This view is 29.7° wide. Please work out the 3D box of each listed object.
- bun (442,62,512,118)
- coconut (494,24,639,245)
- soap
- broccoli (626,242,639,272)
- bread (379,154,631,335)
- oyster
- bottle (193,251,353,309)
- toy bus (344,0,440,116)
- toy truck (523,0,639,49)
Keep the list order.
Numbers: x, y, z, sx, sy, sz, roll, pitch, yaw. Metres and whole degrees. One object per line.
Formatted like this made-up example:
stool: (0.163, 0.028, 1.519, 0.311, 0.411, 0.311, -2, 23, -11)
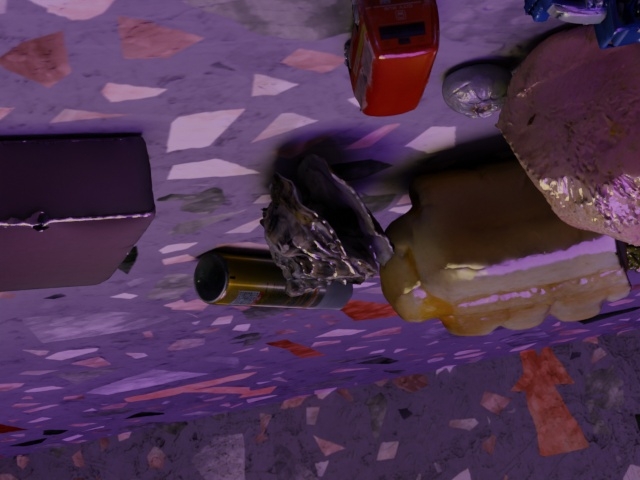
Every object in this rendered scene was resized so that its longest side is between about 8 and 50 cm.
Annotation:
bun: (0.172, -0.161, 1.312, 0.083, 0.045, 0.083, -10, 160, -4)
coconut: (0.329, -0.103, 1.298, 0.233, 0.233, 0.245, -19, 159, 30)
soap: (-0.360, -0.017, 1.365, 0.296, 0.107, 0.285, -3, 163, -24)
broccoli: (0.505, -0.032, 1.742, 0.273, 0.180, 0.242, 4, 160, -41)
bread: (0.240, -0.004, 1.627, 0.341, 0.210, 0.300, -15, 153, 17)
oyster: (-0.002, -0.001, 1.552, 0.158, 0.162, 0.351, -18, 165, -14)
bottle: (-0.068, 0.067, 1.909, 0.082, 0.082, 0.286, -23, 160, 39)
toy bus: (0.067, -0.173, 1.136, 0.079, 0.077, 0.174, -8, 164, -6)
toy truck: (0.273, -0.225, 0.992, 0.208, 0.126, 0.113, -9, 165, -9)
